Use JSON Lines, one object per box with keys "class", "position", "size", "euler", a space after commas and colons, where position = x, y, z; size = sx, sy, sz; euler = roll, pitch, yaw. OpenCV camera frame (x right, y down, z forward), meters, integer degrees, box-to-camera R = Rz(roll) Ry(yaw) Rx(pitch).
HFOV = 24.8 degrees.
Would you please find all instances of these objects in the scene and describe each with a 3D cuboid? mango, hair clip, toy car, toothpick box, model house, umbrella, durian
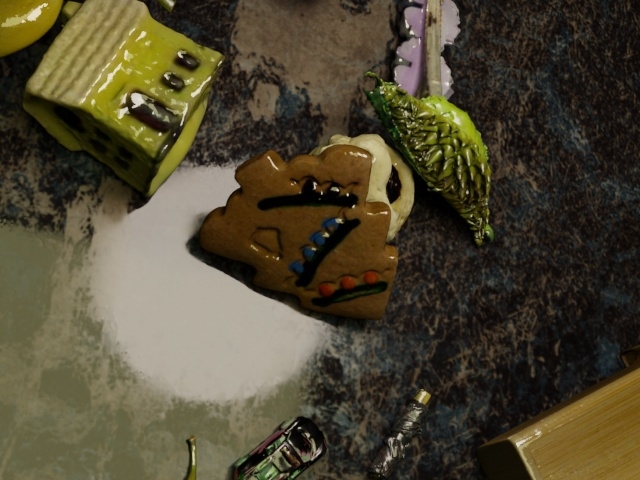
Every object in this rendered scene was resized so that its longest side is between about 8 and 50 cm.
{"class": "mango", "position": [-0.436, -0.296, 1.923], "size": [0.191, 0.085, 0.122], "euler": [-7, 47, 14]}
{"class": "hair clip", "position": [0.159, -0.281, 2.157], "size": [0.106, 0.084, 0.292], "euler": [9, 67, -13]}
{"class": "toy car", "position": [-0.051, 0.292, 1.940], "size": [0.142, 0.055, 0.069], "euler": [-38, 93, -22]}
{"class": "toothpick box", "position": [0.396, 0.280, 2.032], "size": [0.308, 0.187, 0.190], "euler": [-24, 85, -19]}
{"class": "model house", "position": [-0.273, -0.204, 1.953], "size": [0.234, 0.175, 0.193], "euler": [29, 68, 2]}
{"class": "umbrella", "position": [0.112, 0.270, 2.009], "size": [0.040, 0.037, 0.144], "euler": [47, 64, -33]}
{"class": "durian", "position": [0.169, -0.131, 2.025], "size": [0.375, 0.106, 0.132], "euler": [52, 19, -37]}

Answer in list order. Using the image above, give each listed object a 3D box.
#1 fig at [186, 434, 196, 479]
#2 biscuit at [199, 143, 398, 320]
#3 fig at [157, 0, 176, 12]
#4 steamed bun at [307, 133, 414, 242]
{"class": "fig", "position": [-0.171, 0.331, 1.871], "size": [0.093, 0.093, 0.166], "euler": [32, 67, -8]}
{"class": "biscuit", "position": [0.000, 0.001, 1.957], "size": [0.301, 0.278, 0.043], "euler": [47, 28, -22]}
{"class": "fig", "position": [-0.349, -0.439, 1.979], "size": [0.314, 0.233, 0.233], "euler": [42, 62, -40]}
{"class": "steamed bun", "position": [0.043, -0.083, 1.998], "size": [0.172, 0.155, 0.141], "euler": [4, 67, 4]}
